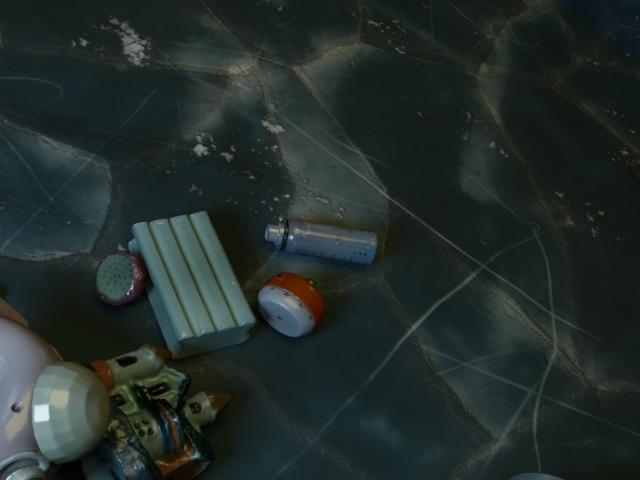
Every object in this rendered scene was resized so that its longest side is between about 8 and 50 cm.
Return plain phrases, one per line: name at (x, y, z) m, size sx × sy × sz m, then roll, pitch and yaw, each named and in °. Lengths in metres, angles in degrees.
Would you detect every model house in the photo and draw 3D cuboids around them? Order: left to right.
model house at (-0.268, 0.293, 1.584) m, size 0.291 × 0.184 × 0.253 m, roll -20°, pitch 59°, yaw -38°

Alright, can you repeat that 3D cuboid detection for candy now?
candy at (-0.370, 0.071, 1.764) m, size 0.103 × 0.103 × 0.043 m, roll 53°, pitch 11°, yaw 21°

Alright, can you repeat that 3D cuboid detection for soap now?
soap at (-0.247, 0.080, 1.807) m, size 0.159 × 0.088 × 0.265 m, roll -12°, pitch 59°, yaw -29°

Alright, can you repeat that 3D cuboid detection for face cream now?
face cream at (0.000, 0.000, 1.977) m, size 0.229 × 0.075 × 0.075 m, roll 8°, pitch 51°, yaw -16°

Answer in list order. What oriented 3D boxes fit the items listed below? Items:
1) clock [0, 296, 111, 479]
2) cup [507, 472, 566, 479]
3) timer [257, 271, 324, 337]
clock at (-0.499, 0.264, 1.388) m, size 0.342 × 0.184 × 0.325 m, roll -46°, pitch 59°, yaw -6°
cup at (0.294, 0.564, 1.573) m, size 0.322 × 0.237 × 0.327 m, roll 17°, pitch 42°, yaw 32°
timer at (-0.049, 0.114, 1.852) m, size 0.136 × 0.099 × 0.136 m, roll 12°, pitch 61°, yaw -22°
